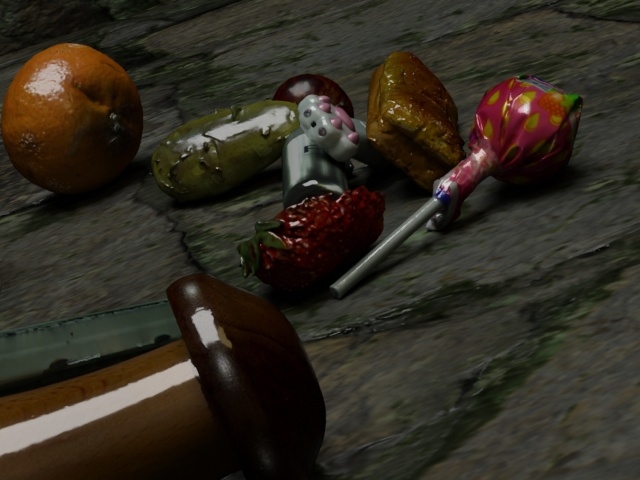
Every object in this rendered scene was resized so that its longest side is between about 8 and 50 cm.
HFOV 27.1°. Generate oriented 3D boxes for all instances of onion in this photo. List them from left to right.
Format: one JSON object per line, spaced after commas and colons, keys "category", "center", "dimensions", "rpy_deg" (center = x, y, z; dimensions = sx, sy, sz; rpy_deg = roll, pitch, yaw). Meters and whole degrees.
{"category": "onion", "center": [-0.015, -0.177, 1.838], "dimensions": [0.117, 0.118, 0.118], "rpy_deg": [-22, 21, -1]}

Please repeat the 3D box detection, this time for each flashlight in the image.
{"category": "flashlight", "center": [0.040, -0.128, 1.621], "dimensions": [0.047, 0.093, 0.200], "rpy_deg": [-43, -23, 16]}

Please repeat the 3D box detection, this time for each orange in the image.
{"category": "orange", "center": [-0.357, -0.177, 1.940], "dimensions": [0.170, 0.224, 0.224], "rpy_deg": [4, 29, 33]}

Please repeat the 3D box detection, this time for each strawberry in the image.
{"category": "strawberry", "center": [0.000, 0.000, 1.404], "dimensions": [0.187, 0.082, 0.146], "rpy_deg": [-23, -4, -27]}

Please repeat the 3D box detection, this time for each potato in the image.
{"category": "potato", "center": [-0.121, -0.125, 1.772], "dimensions": [0.225, 0.090, 0.117], "rpy_deg": [-21, 60, 7]}

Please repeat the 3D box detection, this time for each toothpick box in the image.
{"category": "toothpick box", "center": [-0.142, 0.152, 0.999], "dimensions": [0.294, 0.192, 0.192], "rpy_deg": [-25, 21, -4]}

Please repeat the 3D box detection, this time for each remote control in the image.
{"category": "remote control", "center": [-0.228, 0.100, 1.178], "dimensions": [0.145, 0.050, 0.344], "rpy_deg": [-21, -5, 31]}

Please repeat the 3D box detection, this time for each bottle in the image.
{"category": "bottle", "center": [-0.001, -0.075, 1.611], "dimensions": [0.096, 0.079, 0.253], "rpy_deg": [20, 19, -10]}

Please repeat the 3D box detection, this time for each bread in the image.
{"category": "bread", "center": [0.124, -0.151, 1.651], "dimensions": [0.077, 0.139, 0.271], "rpy_deg": [-46, 11, 19]}

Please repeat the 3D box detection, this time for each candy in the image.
{"category": "candy", "center": [0.143, -0.052, 1.428], "dimensions": [0.365, 0.124, 0.124], "rpy_deg": [-41, 30, -25]}
